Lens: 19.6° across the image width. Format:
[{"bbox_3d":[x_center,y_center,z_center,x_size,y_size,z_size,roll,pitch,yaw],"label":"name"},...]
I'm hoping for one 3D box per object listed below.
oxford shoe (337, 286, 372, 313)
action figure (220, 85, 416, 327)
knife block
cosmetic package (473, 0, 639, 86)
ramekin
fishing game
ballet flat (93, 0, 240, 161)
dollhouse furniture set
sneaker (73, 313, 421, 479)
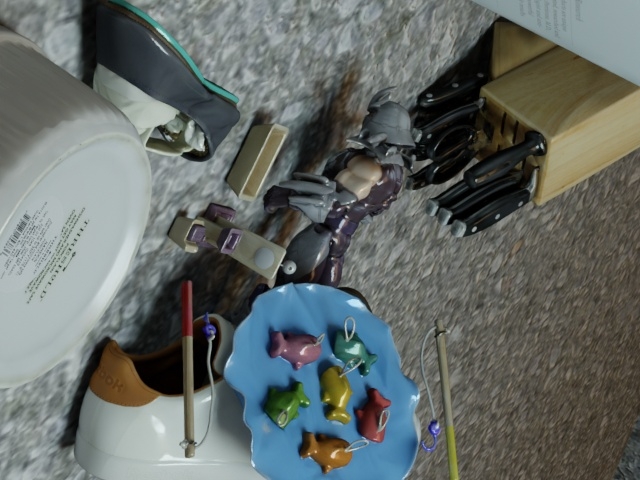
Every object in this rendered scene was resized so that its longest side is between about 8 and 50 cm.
[{"bbox_3d":[0.021,0.115,1.781,0.227,0.083,0.096,92,11,-46],"label":"oxford shoe"},{"bbox_3d":[0.000,0.000,1.534,0.285,0.099,0.185,-64,158,5],"label":"action figure"},{"bbox_3d":[0.220,-0.095,1.743,0.088,0.276,0.242,96,1,-46],"label":"knife block"},{"bbox_3d":[0.259,-0.249,1.419,0.217,0.385,0.156,-56,158,-16],"label":"cosmetic package"},{"bbox_3d":[-0.189,-0.011,1.068,0.207,0.109,0.207,-48,156,-31],"label":"ramekin"},{"bbox_3d":[0.008,0.118,1.410,0.264,0.041,0.189,14,63,-34],"label":"fishing game"},{"bbox_3d":[-0.106,-0.094,1.215,0.074,0.074,0.203,-61,161,-3],"label":"ballet flat"},{"bbox_3d":[-0.044,-0.030,1.415,0.114,0.081,0.091,-64,159,5],"label":"dollhouse furniture set"},{"bbox_3d":[-0.041,0.122,1.438,0.290,0.106,0.123,1,113,-28],"label":"sneaker"}]
